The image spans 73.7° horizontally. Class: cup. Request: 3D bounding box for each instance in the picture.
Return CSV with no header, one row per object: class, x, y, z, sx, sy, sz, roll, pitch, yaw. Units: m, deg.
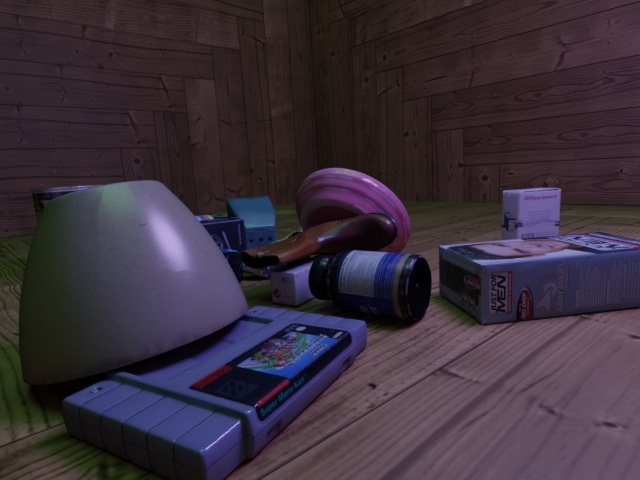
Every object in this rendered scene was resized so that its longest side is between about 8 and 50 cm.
cup,-0.304,0.041,0.669,0.331,0.237,0.331,-14,4,1

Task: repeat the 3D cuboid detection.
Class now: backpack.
backpack,-0.249,0.071,1.062,0.084,0.105,0.114,2,6,25

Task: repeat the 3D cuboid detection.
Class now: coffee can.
coffee can,-0.791,-0.036,1.375,0.202,0.275,0.201,-3,9,1

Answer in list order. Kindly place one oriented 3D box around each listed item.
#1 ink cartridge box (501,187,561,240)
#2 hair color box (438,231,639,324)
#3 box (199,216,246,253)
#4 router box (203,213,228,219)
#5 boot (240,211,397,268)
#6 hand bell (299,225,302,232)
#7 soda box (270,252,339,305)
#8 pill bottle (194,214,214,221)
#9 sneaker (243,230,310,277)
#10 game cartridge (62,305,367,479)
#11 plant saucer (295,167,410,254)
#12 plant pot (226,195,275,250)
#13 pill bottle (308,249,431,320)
ink cartridge box,0.608,-0.053,1.236,0.140,0.190,0.082,-5,10,-12
hair color box,0.445,0.063,0.837,0.374,0.113,0.185,-5,10,-7
box,-0.335,0.016,1.278,0.207,0.153,0.108,-8,10,-32
router box,-0.505,-0.074,2.091,0.301,0.082,0.335,-1,10,16
boot,0.000,0.000,0.963,0.264,0.096,0.280,4,12,42
hand bell,0.053,-0.019,1.600,0.242,0.126,0.126,12,13,11
soda box,-0.021,0.084,0.988,0.069,0.074,0.216,1,10,33
pill bottle,-0.487,0.002,1.416,0.272,0.152,0.152,-10,12,-36
sneaker,-0.127,0.038,1.246,0.110,0.107,0.275,-8,5,36
game cartridge,-0.105,0.168,0.572,0.230,0.068,0.355,-3,8,30
plant saucer,0.073,-0.042,1.162,0.332,0.332,0.084,2,46,32
plant pot,-0.246,-0.045,1.588,0.165,0.165,0.234,-6,26,-18
pill bottle,0.091,0.080,0.826,0.219,0.122,0.123,3,11,35
